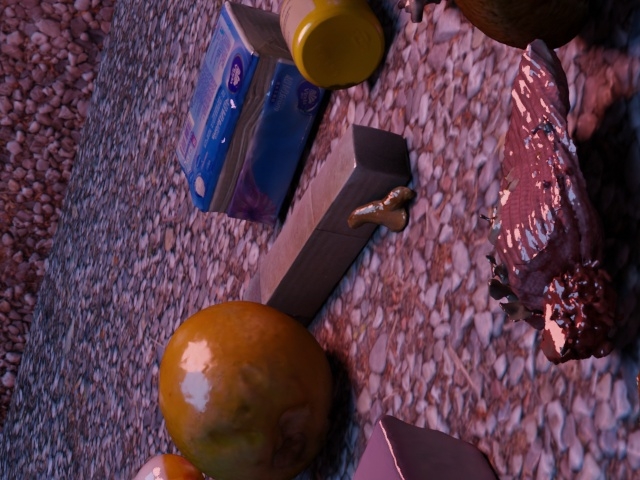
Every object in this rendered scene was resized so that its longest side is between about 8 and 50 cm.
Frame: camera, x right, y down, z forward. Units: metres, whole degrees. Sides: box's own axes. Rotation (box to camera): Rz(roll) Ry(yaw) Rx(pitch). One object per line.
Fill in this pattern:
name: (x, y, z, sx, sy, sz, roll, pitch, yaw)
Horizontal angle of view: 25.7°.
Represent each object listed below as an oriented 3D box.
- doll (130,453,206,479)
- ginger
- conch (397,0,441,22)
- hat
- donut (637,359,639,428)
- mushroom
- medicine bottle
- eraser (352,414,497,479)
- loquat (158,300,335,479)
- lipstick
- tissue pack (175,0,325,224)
doll: (-0.216, 0.427, 2.054, 0.167, 0.162, 0.269, -46, 19, 1)
ginger: (0.080, -0.032, 1.683, 0.097, 0.048, 0.030, -27, 9, 31)
conch: (0.111, -0.367, 1.568, 0.313, 0.186, 0.241, -9, 85, 61)
hat: (0.197, -0.010, 1.262, 0.237, 0.107, 0.286, 90, 173, -51)
donut: (0.322, 0.066, 0.915, 0.277, 0.108, 0.278, -169, 90, -69)
mushroom: (0.204, -0.299, 1.300, 0.254, 0.267, 0.267, 19, 100, 32)
medicine bottle: (0.005, -0.298, 1.876, 0.212, 0.121, 0.122, -111, 38, -54)
eraser: (0.076, 0.394, 1.381, 0.272, 0.122, 0.359, -112, 39, -57)
loquat: (-0.099, 0.192, 1.774, 0.244, 0.243, 0.244, -170, 90, -69)
lipstick: (0.000, 0.000, 1.809, 0.371, 0.079, 0.076, 125, 150, -46)
tissue pack: (-0.102, -0.186, 2.060, 0.198, 0.146, 0.263, -116, 42, -55)
